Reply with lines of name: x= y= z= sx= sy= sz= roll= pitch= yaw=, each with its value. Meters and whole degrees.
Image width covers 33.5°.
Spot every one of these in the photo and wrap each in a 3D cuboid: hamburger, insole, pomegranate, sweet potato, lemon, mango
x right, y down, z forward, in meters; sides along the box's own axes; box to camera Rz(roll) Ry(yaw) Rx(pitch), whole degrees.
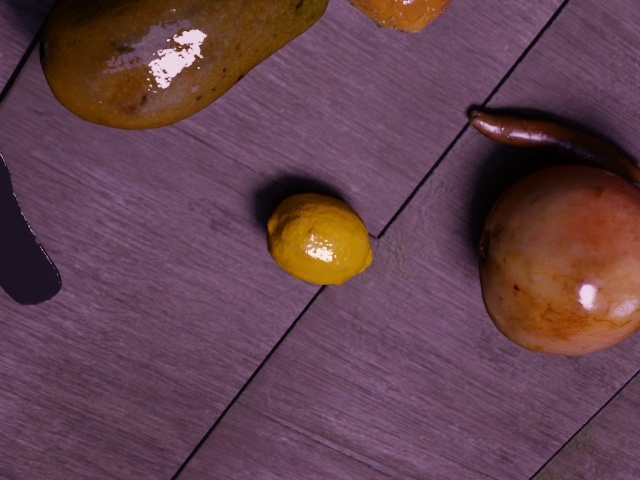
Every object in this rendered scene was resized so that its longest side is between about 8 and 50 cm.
hamburger: x=0.081 y=-0.287 z=1.220 sx=0.176 sy=0.087 sz=0.102 roll=15 pitch=113 yaw=-22
insole: x=-0.412 y=-0.041 z=1.321 sx=0.110 sy=0.012 sz=0.310 roll=-23 pitch=122 yaw=3
pomegranate: x=0.338 y=0.027 z=1.355 sx=0.270 sy=0.229 sz=0.252 roll=3 pitch=148 yaw=1
sweet potato: x=0.314 y=-0.124 z=1.379 sx=0.264 sy=0.057 sz=0.057 roll=20 pitch=115 yaw=-16
lemon: x=0.000 y=0.000 z=1.360 sx=0.155 sy=0.114 sz=0.114 roll=22 pitch=114 yaw=-23
mango: x=-0.145 y=-0.236 z=1.170 sx=0.329 sy=0.176 sz=0.176 roll=-24 pitch=81 yaw=3
